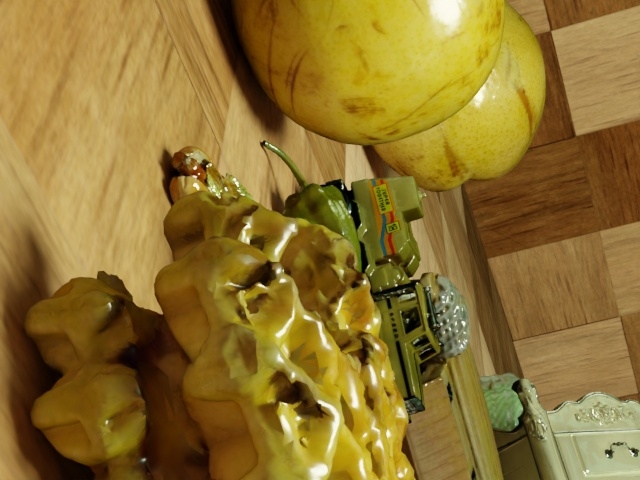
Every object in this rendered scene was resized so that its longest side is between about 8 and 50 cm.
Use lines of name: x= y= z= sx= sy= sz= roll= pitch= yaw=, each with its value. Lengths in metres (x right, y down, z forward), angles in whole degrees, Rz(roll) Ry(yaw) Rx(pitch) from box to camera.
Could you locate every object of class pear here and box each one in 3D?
pear: x=0.188 y=-0.229 z=1.799 sx=0.314 sy=0.314 sz=0.315 roll=-14 pitch=90 yaw=-78
pear: x=0.044 y=-0.229 z=1.170 sx=0.280 sy=0.280 sz=0.281 roll=-14 pitch=90 yaw=-78

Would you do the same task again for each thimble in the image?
thimble: x=0.272 y=0.312 z=1.855 sx=0.219 sy=0.150 sz=0.219 roll=-13 pitch=90 yaw=-78

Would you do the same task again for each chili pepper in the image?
chili pepper: x=0.001 y=-0.001 z=1.146 sx=0.073 sy=0.072 sz=0.204 roll=28 pitch=51 yaw=-57

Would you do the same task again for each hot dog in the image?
hot dog: x=-0.075 y=-0.024 z=0.901 sx=0.133 sy=0.041 sz=0.056 roll=61 pitch=19 yaw=-50

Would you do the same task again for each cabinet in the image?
cabinet: x=0.352 y=0.365 z=1.586 sx=0.289 sy=0.227 sz=0.318 roll=4 pitch=59 yaw=-32

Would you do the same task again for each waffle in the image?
waffle: x=-0.033 y=0.111 z=0.698 sx=0.324 sy=0.151 sz=0.261 roll=11 pitch=62 yaw=-76

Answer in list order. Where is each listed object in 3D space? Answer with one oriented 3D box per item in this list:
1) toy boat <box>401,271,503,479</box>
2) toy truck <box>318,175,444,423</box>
toy boat: x=0.144 y=0.240 z=1.406 sx=0.162 sy=0.135 sz=0.446 roll=-59 pitch=135 yaw=-61
toy truck: x=0.062 y=0.063 z=1.247 sx=0.127 sy=0.127 sz=0.257 roll=56 pitch=26 yaw=-61
